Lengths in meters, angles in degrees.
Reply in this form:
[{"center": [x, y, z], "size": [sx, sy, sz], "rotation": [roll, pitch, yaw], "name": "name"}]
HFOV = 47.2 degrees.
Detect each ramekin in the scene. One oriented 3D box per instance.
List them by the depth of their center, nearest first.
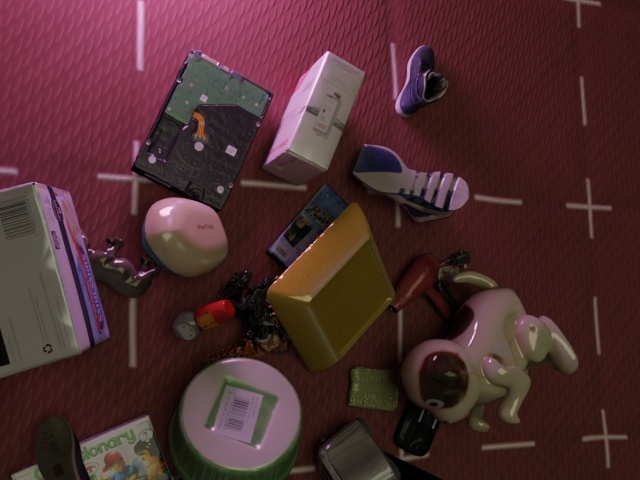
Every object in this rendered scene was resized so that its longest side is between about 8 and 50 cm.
[{"center": [-0.183, 0.410, 1.631], "size": [0.303, 0.148, 0.303], "rotation": [7, 54, -9], "name": "ramekin"}]

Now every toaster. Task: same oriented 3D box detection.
[{"center": [0.091, 0.560, 1.789], "size": [0.146, 0.129, 0.227], "rotation": [-29, 65, -19], "name": "toaster"}]

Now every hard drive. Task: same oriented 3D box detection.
[{"center": [-0.284, -0.268, 1.789], "size": [0.237, 0.064, 0.339], "rotation": [27, 74, -19], "name": "hard drive"}]

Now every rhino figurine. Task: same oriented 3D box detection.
[{"center": [-0.486, 0.044, 1.655], "size": [0.243, 0.073, 0.106], "rotation": [30, 69, -16], "name": "rhino figurine"}]

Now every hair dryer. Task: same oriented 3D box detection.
[{"center": [0.313, 0.144, 1.995], "size": [0.293, 0.080, 0.223], "rotation": [-5, 86, -24], "name": "hair dryer"}]

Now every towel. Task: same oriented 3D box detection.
[{"center": [0.140, 0.388, 1.915], "size": [0.148, 0.027, 0.110], "rotation": [9, 81, -24], "name": "towel"}]

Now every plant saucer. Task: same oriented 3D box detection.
[{"center": [0.057, 0.132, 1.790], "size": [0.333, 0.081, 0.333], "rotation": [-46, 135, -22], "name": "plant saucer"}]

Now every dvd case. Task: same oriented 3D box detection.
[{"center": [0.000, 0.000, 1.905], "size": [0.180, 0.022, 0.253], "rotation": [45, 68, -14], "name": "dvd case"}]

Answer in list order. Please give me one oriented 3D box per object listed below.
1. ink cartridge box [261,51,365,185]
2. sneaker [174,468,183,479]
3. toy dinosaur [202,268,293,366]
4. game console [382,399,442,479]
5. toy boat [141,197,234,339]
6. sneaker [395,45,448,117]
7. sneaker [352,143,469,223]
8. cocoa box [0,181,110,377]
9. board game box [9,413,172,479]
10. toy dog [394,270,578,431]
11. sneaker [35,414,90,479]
[{"center": [-0.021, -0.297, 1.832], "size": [0.117, 0.207, 0.283], "rotation": [26, 74, -17], "name": "ink cartridge box"}, {"center": [-0.203, 0.546, 1.702], "size": [0.267, 0.101, 0.106], "rotation": [-4, 110, -12], "name": "sneaker"}, {"center": [-0.136, 0.196, 1.750], "size": [0.322, 0.164, 0.218], "rotation": [-48, 125, -51], "name": "toy dinosaur"}, {"center": [0.253, 0.548, 1.938], "size": [0.213, 0.044, 0.361], "rotation": [31, 73, -19], "name": "game console"}, {"center": [-0.305, 0.059, 1.656], "size": [0.267, 0.148, 0.318], "rotation": [6, 63, -66], "name": "toy boat"}, {"center": [0.299, -0.460, 2.021], "size": [0.086, 0.163, 0.226], "rotation": [24, 73, -18], "name": "sneaker"}, {"center": [0.234, -0.127, 1.973], "size": [0.315, 0.182, 0.127], "rotation": [23, 70, 10], "name": "sneaker"}, {"center": [-0.602, 0.082, 1.481], "size": [0.231, 0.228, 0.347], "rotation": [-16, 90, -2], "name": "cocoa box"}, {"center": [-0.490, 0.531, 1.600], "size": [0.305, 0.053, 0.193], "rotation": [-21, 91, -25], "name": "board game box"}, {"center": [0.394, 0.302, 1.873], "size": [0.408, 0.284, 0.395], "rotation": [-26, 95, -31], "name": "toy dog"}, {"center": [-0.527, 0.482, 1.529], "size": [0.083, 0.118, 0.222], "rotation": [-20, 61, -6], "name": "sneaker"}]
